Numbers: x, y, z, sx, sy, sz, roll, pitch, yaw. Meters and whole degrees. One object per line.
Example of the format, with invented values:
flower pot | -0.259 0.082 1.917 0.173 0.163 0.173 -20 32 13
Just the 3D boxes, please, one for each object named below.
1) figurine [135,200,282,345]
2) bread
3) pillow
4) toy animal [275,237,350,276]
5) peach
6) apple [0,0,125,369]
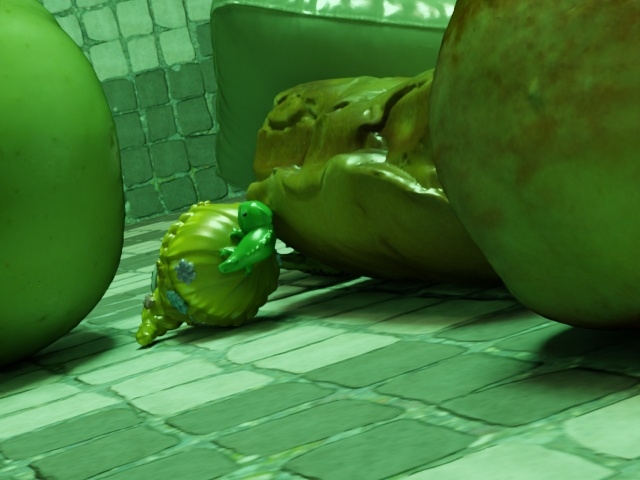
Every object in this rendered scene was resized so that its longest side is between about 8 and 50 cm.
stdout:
figurine | -0.088 0.030 1.010 0.115 0.095 0.156 -53 16 -28
bread | 0.081 -0.043 0.947 0.195 0.148 0.344 7 -2 -26
pillow | 0.062 -0.118 1.179 0.322 0.255 0.119 8 52 3
toy animal | 0.000 0.000 1.181 0.136 0.073 0.181 2 -1 -8
peach | 0.181 -0.069 0.636 0.257 0.232 0.232 -22 -2 41
apple | -0.333 -0.044 1.078 0.357 0.357 0.357 -13 5 1
